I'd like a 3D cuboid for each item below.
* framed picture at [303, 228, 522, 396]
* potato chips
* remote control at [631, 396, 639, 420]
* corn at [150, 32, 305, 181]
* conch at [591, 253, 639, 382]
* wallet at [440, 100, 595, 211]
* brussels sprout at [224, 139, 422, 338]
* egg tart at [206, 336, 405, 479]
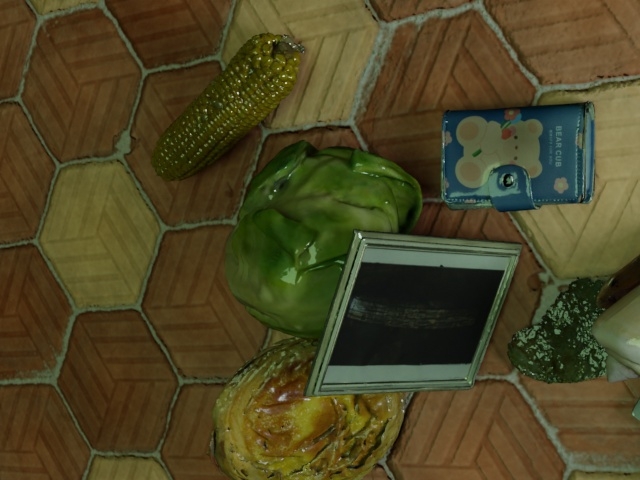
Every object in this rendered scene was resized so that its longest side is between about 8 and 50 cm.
[{"bbox_3d":[0.128,0.101,1.389,0.018,0.293,0.231,37,117,49],"label":"framed picture"},{"bbox_3d":[0.344,0.118,1.410,0.209,0.026,0.142,-8,91,31],"label":"potato chips"},{"bbox_3d":[0.459,0.167,1.344,0.065,0.029,0.166,34,112,30],"label":"remote control"},{"bbox_3d":[-0.146,-0.188,1.614,0.313,0.102,0.102,-43,75,30],"label":"corn"},{"bbox_3d":[0.437,0.080,1.286,0.255,0.158,0.127,-39,107,5],"label":"conch"},{"bbox_3d":[0.258,-0.108,1.410,0.202,0.059,0.141,0,90,29],"label":"wallet"},{"bbox_3d":[0.001,0.000,1.458,0.294,0.227,0.259,-22,45,22],"label":"brussels sprout"},{"bbox_3d":[-0.027,0.251,1.561,0.297,0.132,0.297,-5,115,-11],"label":"egg tart"}]
